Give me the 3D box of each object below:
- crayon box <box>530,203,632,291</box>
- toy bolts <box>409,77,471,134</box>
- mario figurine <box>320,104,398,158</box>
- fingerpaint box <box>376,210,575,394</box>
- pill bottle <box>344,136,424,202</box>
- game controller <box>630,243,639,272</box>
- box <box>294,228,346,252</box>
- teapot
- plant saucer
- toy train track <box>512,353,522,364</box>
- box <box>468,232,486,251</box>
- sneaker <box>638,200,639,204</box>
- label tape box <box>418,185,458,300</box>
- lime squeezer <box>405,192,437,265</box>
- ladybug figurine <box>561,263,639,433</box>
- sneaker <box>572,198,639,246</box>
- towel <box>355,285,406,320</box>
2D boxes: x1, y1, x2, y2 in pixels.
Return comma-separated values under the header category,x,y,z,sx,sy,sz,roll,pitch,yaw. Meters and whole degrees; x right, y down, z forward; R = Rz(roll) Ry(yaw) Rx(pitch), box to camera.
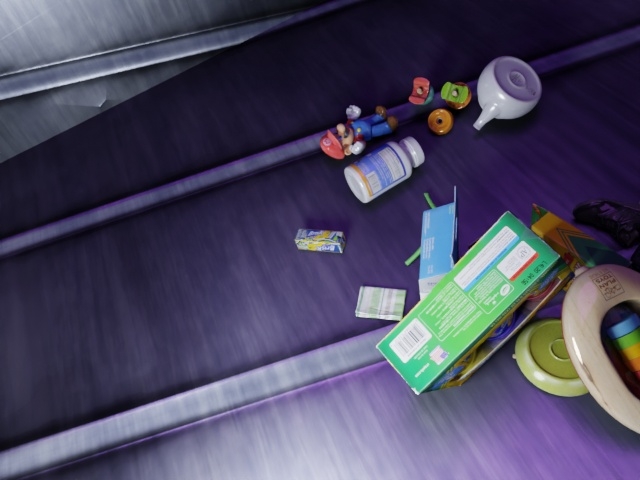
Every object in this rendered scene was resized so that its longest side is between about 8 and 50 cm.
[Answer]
category,x,y,z,sx,sy,sz,roll,pitch,yaw
crayon box,0.719,0.053,1.632,0.081,0.202,0.318,-37,51,-13
toy bolts,0.466,-0.540,2.234,0.228,0.158,0.219,24,103,19
mario figurine,0.141,-0.436,2.186,0.320,0.170,0.198,-28,16,-16
fingerpaint box,0.405,0.174,1.407,0.445,0.371,0.163,-48,62,12
pill bottle,0.237,-0.266,2.045,0.272,0.152,0.152,-32,52,-9
game controller,1.071,0.086,1.603,0.319,0.067,0.166,31,53,32
box,0.000,0.000,1.969,0.168,0.059,0.054,5,56,20
teapot,0.694,-0.557,2.127,0.255,0.187,0.253,-2,69,-18
plant saucer,0.664,0.307,1.545,0.240,0.037,0.241,-6,51,7
toy train track,0.583,0.333,1.575,0.083,0.014,0.048,7,54,17
box,0.549,0.093,1.680,0.108,0.153,0.207,-32,50,-8
sneaker,1.156,-0.133,1.707,0.292,0.108,0.169,23,66,31
label tape box,0.348,0.046,1.647,0.115,0.348,0.249,0,53,16
lime squeezer,0.371,-0.049,1.902,0.109,0.059,0.311,8,57,21
ladybug figurine,0.759,0.267,1.402,0.304,0.162,0.450,-23,81,-8
sneaker,0.902,-0.056,1.733,0.227,0.087,0.130,11,51,17
towel,0.192,0.196,1.787,0.151,0.023,0.113,2,55,18
